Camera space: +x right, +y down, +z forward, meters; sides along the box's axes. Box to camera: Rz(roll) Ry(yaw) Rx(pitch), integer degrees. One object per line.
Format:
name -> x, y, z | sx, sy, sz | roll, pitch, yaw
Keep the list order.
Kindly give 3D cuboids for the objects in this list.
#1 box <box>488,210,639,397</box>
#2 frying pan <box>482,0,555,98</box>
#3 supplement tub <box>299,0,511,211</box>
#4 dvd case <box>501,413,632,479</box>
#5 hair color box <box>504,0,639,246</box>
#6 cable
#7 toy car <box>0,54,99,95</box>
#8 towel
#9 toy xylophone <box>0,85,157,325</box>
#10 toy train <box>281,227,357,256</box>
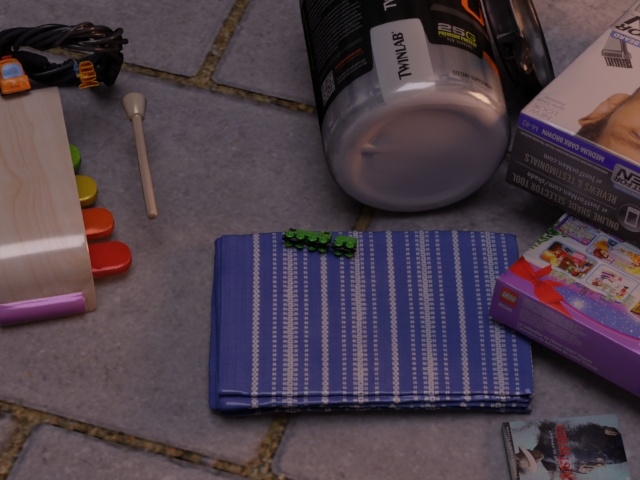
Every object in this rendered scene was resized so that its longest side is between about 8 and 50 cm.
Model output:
box -> 0.350, 0.075, 2.042 | 0.293, 0.057, 0.201 | 29, 44, 22
frying pan -> 0.227, -0.206, 2.204 | 0.053, 0.197, 0.326 | -18, 36, 15
supplement tub -> 0.087, -0.216, 2.209 | 0.207, 0.207, 0.338 | -6, 51, -5
dvd case -> 0.247, 0.216, 1.974 | 0.119, 0.013, 0.087 | -4, 50, -2
hair color box -> 0.370, -0.145, 2.176 | 0.185, 0.110, 0.339 | 27, 45, 21
cable -> -0.296, -0.219, 2.235 | 0.150, 0.184, 0.047 | 9, 78, -9
toy car -> -0.311, -0.192, 2.204 | 0.122, 0.041, 0.060 | -8, 21, -2
towel -> 0.050, 0.086, 2.076 | 0.336, 0.040, 0.243 | 0, 48, -2
toy xylophone -> -0.296, -0.055, 2.157 | 0.236, 0.081, 0.323 | -3, 50, -3
toy train -> 0.000, 0.000, 2.116 | 0.083, 0.017, 0.024 | 10, 38, 8
